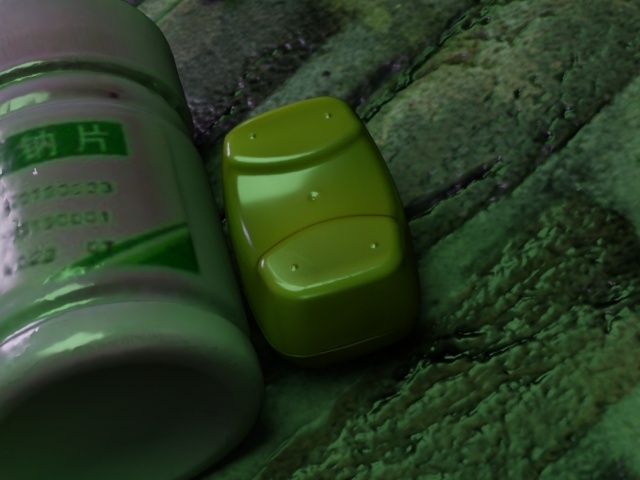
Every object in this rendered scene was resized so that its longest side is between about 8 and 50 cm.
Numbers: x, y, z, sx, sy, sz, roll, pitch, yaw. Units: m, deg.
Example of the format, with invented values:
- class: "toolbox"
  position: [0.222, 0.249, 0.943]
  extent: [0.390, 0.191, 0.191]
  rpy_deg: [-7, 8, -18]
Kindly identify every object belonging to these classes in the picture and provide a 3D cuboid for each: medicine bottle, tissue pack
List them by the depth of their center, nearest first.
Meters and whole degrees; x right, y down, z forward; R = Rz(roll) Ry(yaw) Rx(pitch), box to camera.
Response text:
- class: "tissue pack"
  position: [0.000, 0.000, 1.139]
  extent: [0.123, 0.127, 0.178]
  rpy_deg: [-17, 55, -2]
- class: "medicine bottle"
  position: [-0.174, 0.003, 1.159]
  extent: [0.212, 0.212, 0.325]
  rpy_deg: [-23, 54, 9]
